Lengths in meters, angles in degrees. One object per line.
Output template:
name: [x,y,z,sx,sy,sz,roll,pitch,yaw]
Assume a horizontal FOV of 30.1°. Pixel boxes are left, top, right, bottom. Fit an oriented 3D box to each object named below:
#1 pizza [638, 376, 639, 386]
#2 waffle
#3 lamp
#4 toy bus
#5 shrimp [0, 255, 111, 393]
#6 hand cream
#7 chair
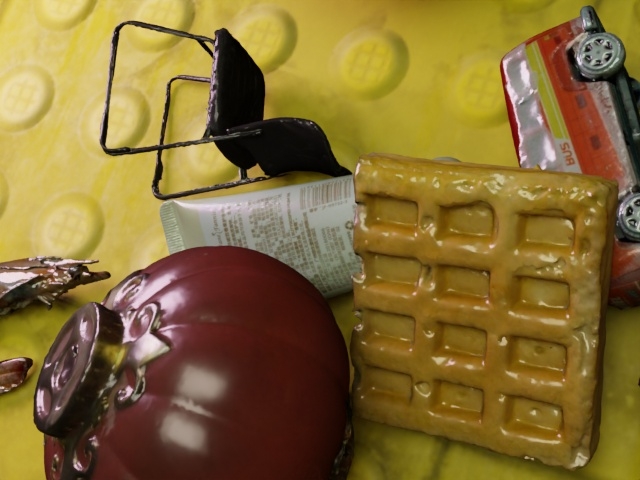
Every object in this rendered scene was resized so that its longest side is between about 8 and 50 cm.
pizza: [0.308,0.056,0.922,0.081,0.229,0.289,24,81,22]
waffle: [0.133,0.054,1.007,0.221,0.055,0.247,9,109,26]
lamp: [-0.105,0.150,1.009,0.303,0.257,0.303,-44,31,35]
toy bus: [0.241,-0.063,1.055,0.120,0.121,0.265,-18,68,21]
shrimp: [-0.326,0.086,1.231,0.251,0.052,0.143,-18,77,20]
hand cream: [0.000,0.000,1.122,0.306,0.093,0.147,-14,91,15]
chair: [-0.083,-0.129,1.172,0.221,0.140,0.145,0,73,17]
